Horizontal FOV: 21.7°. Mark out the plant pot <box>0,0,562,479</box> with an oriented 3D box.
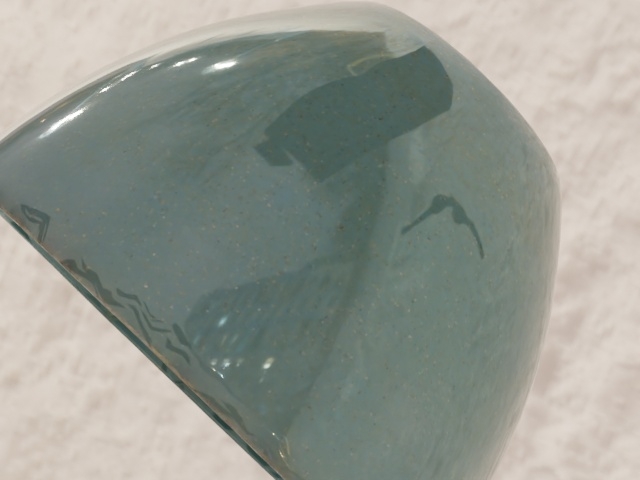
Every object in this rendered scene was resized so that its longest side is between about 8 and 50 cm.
[{"bbox_3d":[0.000,0.000,0.800,0.195,0.290,0.290,-47,39,-8],"label":"plant pot"}]
